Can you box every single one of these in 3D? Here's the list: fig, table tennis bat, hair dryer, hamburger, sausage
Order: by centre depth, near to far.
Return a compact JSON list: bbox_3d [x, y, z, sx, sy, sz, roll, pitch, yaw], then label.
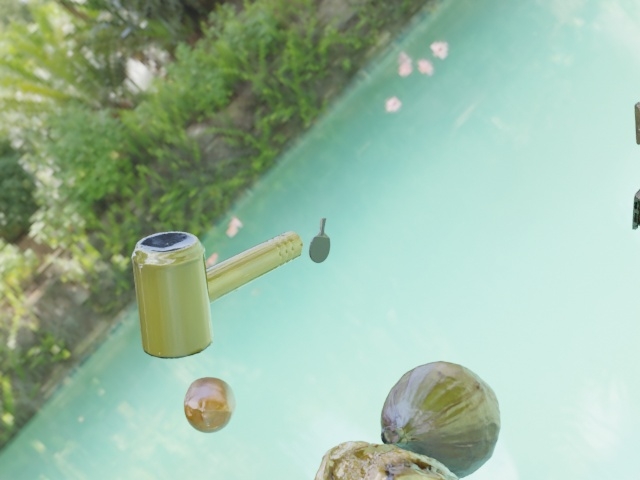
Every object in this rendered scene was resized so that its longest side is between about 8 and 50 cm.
[{"bbox_3d":[0.084,0.367,1.307,0.163,0.244,0.244,-5,35,44],"label":"hamburger"},{"bbox_3d":[-0.122,0.035,1.367,0.090,0.135,0.278,12,25,36],"label":"hair dryer"},{"bbox_3d":[0.170,0.311,1.834,0.217,0.217,0.320,-42,-25,22],"label":"fig"},{"bbox_3d":[0.000,0.000,1.947,0.050,0.083,0.007,1,8,-42],"label":"table tennis bat"},{"bbox_3d":[-0.206,0.306,2.008,0.098,0.098,0.238,-46,4,-3],"label":"sausage"}]

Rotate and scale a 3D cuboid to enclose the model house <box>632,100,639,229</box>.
[{"bbox_3d":[0.548,-0.112,1.610,0.181,0.248,0.176,-48,23,-17],"label":"model house"}]
